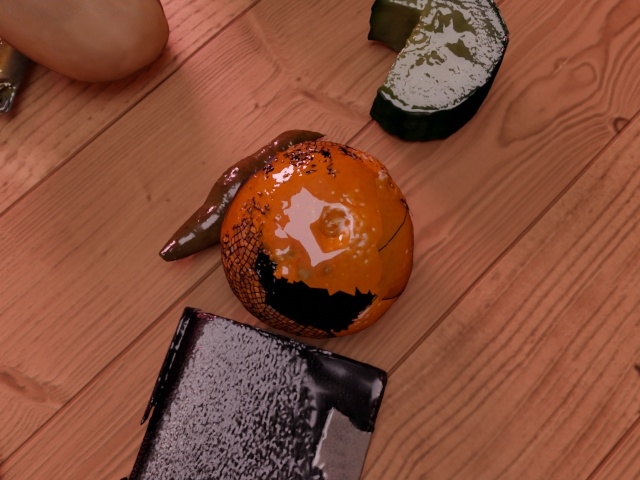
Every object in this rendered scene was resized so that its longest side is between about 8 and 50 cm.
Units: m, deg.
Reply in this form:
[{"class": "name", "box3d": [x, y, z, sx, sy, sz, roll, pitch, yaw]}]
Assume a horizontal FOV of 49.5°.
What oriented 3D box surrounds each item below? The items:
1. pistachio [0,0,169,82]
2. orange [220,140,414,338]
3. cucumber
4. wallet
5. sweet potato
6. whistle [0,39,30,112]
[{"class": "pistachio", "box3d": [-0.331, -0.317, 0.870, 0.299, 0.187, 0.187, 27, 70, -37]}, {"class": "orange", "box3d": [0.000, 0.000, 0.813, 0.234, 0.182, 0.234, 4, 73, -13]}, {"class": "cucumber", "box3d": [0.150, -0.230, 0.910, 0.191, 0.130, 0.191, -1, 77, 6]}, {"class": "wallet", "box3d": [-0.071, 0.216, 0.802, 0.262, 0.071, 0.221, 19, 73, -1]}, {"class": "sweet potato", "box3d": [-0.098, -0.066, 0.887, 0.067, 0.067, 0.274, 43, 73, 12]}, {"class": "whistle", "box3d": [-0.408, -0.325, 0.967, 0.068, 0.057, 0.326, 14, 74, 4]}]
